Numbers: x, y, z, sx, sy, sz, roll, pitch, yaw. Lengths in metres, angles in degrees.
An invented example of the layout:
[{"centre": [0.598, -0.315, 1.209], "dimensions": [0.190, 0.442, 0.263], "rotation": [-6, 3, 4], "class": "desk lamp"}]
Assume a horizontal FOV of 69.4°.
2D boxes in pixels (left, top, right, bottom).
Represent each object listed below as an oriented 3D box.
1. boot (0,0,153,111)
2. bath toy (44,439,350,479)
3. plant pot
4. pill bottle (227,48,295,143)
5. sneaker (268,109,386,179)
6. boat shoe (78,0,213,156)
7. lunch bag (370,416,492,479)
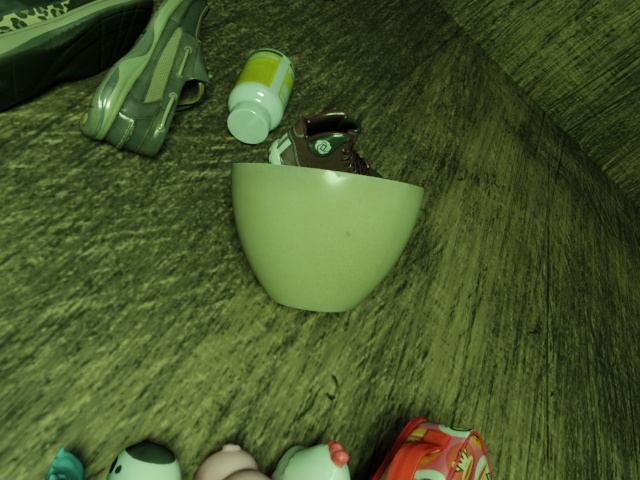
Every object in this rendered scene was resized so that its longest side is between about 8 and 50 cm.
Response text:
[{"centre": [-0.455, -0.354, 0.649], "dimensions": [0.284, 0.138, 0.377], "rotation": [43, 51, -6], "class": "boot"}, {"centre": [-0.104, 0.275, 0.488], "dimensions": [0.348, 0.129, 0.151], "rotation": [12, 37, -33], "class": "bath toy"}, {"centre": [0.000, 0.000, 0.695], "dimensions": [0.284, 0.284, 0.190], "rotation": [4, 95, -35], "class": "plant pot"}, {"centre": [-0.113, -0.268, 0.864], "dimensions": [0.103, 0.103, 0.184], "rotation": [29, 49, -19], "class": "pill bottle"}, {"centre": [0.057, -0.151, 0.873], "dimensions": [0.281, 0.162, 0.106], "rotation": [15, 55, -28], "class": "sneaker"}, {"centre": [-0.255, -0.272, 0.762], "dimensions": [0.130, 0.132, 0.355], "rotation": [35, 55, -27], "class": "boat shoe"}, {"centre": [0.116, 0.365, 0.551], "dimensions": [0.293, 0.120, 0.258], "rotation": [-31, 115, -47], "class": "lunch bag"}]
